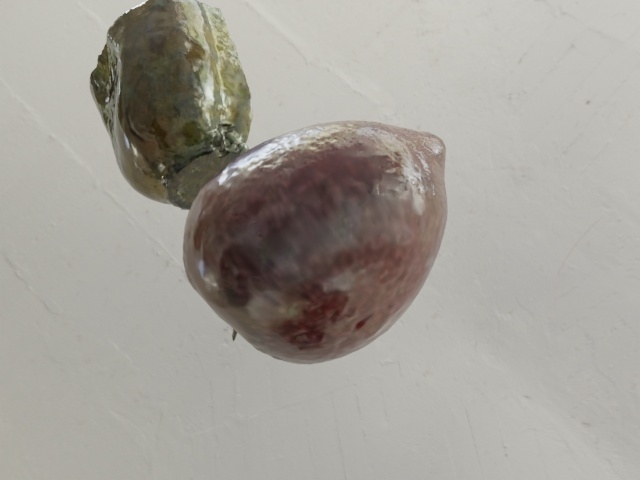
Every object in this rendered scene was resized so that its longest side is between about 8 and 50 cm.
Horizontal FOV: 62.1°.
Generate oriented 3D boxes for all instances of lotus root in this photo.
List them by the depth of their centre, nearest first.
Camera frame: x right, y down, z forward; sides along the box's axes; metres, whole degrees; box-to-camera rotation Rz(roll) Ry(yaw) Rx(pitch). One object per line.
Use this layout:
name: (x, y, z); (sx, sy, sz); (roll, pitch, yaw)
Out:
lotus root: (-0.238, -0.175, 0.783); (0.267, 0.149, 0.260); (-36, -116, 38)

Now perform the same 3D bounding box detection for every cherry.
cherry: (0.000, 0.000, 0.521); (0.300, 0.230, 0.203); (-39, -149, 12)
